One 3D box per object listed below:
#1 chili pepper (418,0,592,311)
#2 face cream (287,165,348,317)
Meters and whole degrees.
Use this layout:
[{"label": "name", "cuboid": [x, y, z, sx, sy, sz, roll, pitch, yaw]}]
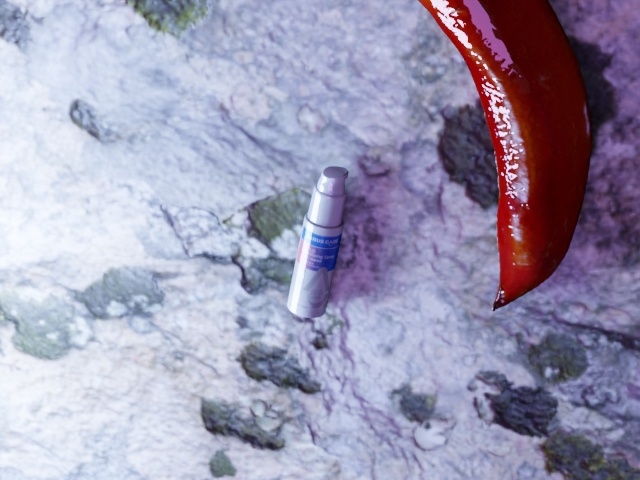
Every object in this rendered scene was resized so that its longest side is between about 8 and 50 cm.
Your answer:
[{"label": "chili pepper", "cuboid": [0.132, -0.111, 1.415, 0.137, 0.092, 0.368, -9, 110, 30]}, {"label": "face cream", "cuboid": [0.000, 0.000, 1.527, 0.034, 0.034, 0.130, 15, 116, 6]}]
